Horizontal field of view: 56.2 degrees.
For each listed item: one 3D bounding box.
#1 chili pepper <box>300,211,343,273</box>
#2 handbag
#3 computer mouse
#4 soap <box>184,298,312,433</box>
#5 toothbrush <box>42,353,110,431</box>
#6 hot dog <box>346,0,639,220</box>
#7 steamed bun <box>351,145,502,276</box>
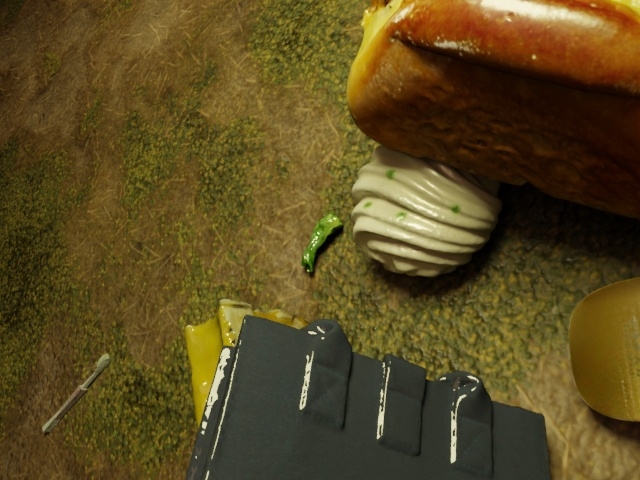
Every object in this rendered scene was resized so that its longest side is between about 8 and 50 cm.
[{"bbox_3d":[-0.002,0.000,0.804,0.034,0.030,0.091,35,98,16],"label":"chili pepper"},{"bbox_3d":[0.037,0.239,0.470,0.122,0.303,0.329,128,158,-50],"label":"handbag"},{"bbox_3d":[0.331,0.084,0.492,0.245,0.056,0.126,-11,66,33],"label":"computer mouse"},{"bbox_3d":[-0.029,0.229,0.626,0.091,0.199,0.315,-35,56,32],"label":"soap"},{"bbox_3d":[-0.422,0.266,1.038,0.194,0.014,0.017,-49,50,13],"label":"toothbrush"},{"bbox_3d":[0.197,-0.164,0.523,0.405,0.223,0.185,22,70,29],"label":"hot dog"},{"bbox_3d":[0.109,-0.044,0.684,0.183,0.106,0.183,-17,61,33],"label":"steamed bun"}]
